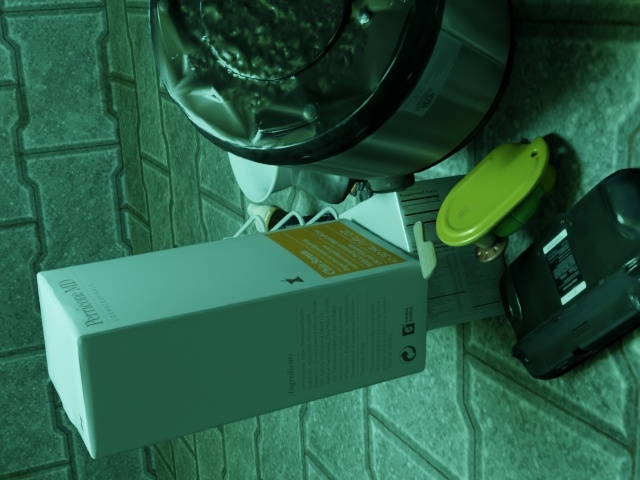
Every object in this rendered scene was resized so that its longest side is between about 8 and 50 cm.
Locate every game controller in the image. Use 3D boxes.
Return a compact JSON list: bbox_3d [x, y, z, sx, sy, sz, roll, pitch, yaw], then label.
[{"bbox_3d":[0.312,0.049,1.096,0.319,0.067,0.166,124,146,-58],"label":"game controller"}]

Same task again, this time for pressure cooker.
[{"bbox_3d":[0.041,-0.252,1.135,0.370,0.420,0.375,-24,79,27],"label":"pressure cooker"}]

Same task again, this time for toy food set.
[{"bbox_3d":[0.221,-0.035,1.162,0.218,0.071,0.128,-43,27,17],"label":"toy food set"}]

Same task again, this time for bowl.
[{"bbox_3d":[-0.083,-0.228,1.778,0.298,0.134,0.297,169,90,-67],"label":"bowl"}]

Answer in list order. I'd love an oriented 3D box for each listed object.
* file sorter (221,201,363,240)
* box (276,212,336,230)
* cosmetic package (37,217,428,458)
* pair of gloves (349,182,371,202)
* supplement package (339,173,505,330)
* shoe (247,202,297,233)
[{"bbox_3d":[0.011,0.046,1.500,0.173,0.278,0.192,-39,64,59],"label":"file sorter"},{"bbox_3d":[0.000,0.000,1.701,0.162,0.116,0.029,-134,42,-52],"label":"box"},{"bbox_3d":[-0.110,0.106,1.187,0.230,0.454,0.161,32,128,57],"label":"cosmetic package"},{"bbox_3d":[0.070,-0.095,1.636,0.083,0.010,0.074,58,148,40],"label":"pair of gloves"},{"bbox_3d":[0.149,0.029,1.326,0.194,0.149,0.203,-27,75,65],"label":"supplement package"},{"bbox_3d":[-0.082,-0.027,1.822,0.076,0.058,0.219,-68,-24,-11],"label":"shoe"}]
